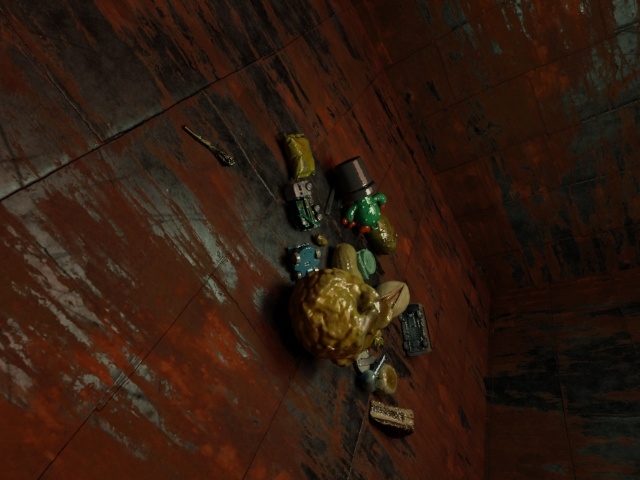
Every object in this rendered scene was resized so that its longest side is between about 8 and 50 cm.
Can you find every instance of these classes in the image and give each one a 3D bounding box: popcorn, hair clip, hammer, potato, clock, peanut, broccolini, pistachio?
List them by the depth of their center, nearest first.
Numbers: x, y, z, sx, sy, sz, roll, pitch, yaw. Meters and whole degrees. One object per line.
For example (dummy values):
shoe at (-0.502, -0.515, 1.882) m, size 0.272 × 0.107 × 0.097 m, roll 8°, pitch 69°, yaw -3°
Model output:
broccolini at (-0.392, -0.341, 1.471) m, size 0.218 × 0.042 × 0.044 m, roll 42°, pitch 43°, yaw -36°
popcorn at (0.056, 0.288, 1.598) m, size 0.390 × 0.354 × 0.344 m, roll 26°, pitch 86°, yaw -8°
potato at (0.000, 0.000, 1.884) m, size 0.045 × 0.046 × 0.092 m, roll 50°, pitch 8°, yaw 35°
hammer at (0.256, 0.601, 1.905) m, size 0.194 × 0.070 × 0.116 m, roll -47°, pitch 140°, yaw -34°
peanut at (0.123, 0.162, 1.911) m, size 0.148 × 0.148 × 0.318 m, roll 28°, pitch 50°, yaw -47°
hair clip at (0.207, 0.565, 1.927) m, size 0.172 × 0.049 × 0.115 m, roll 12°, pitch 62°, yaw -50°
popcorn at (0.252, 0.475, 1.990) m, size 0.097 × 0.109 × 0.089 m, roll -19°, pitch 66°, yaw -18°
pistachio at (0.367, 0.305, 2.152) m, size 0.299 × 0.188 × 0.187 m, roll -27°, pitch 98°, yaw -60°
clock at (0.234, 0.116, 2.159) m, size 0.189 × 0.060 × 0.148 m, roll -34°, pitch 104°, yaw -57°
potato at (0.336, -0.055, 2.312) m, size 0.298 × 0.141 × 0.176 m, roll 62°, pitch 25°, yaw -17°

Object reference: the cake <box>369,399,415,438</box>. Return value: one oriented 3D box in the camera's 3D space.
cake at (0.312, 0.854, 1.955) m, size 0.246 × 0.135 × 0.112 m, roll 20°, pitch 42°, yaw -17°

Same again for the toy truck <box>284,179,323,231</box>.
toy truck at (-0.082, -0.146, 1.779) m, size 0.116 × 0.110 × 0.215 m, roll -16°, pitch 89°, yaw -46°

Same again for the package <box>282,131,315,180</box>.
package at (-0.097, -0.388, 1.876) m, size 0.168 × 0.090 × 0.226 m, roll -26°, pitch 99°, yaw -55°

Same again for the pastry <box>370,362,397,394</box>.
pastry at (0.306, 0.666, 1.989) m, size 0.166 × 0.088 × 0.165 m, roll 32°, pitch 49°, yaw -47°

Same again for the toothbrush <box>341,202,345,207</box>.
toothbrush at (0.128, -0.196, 2.194) m, size 0.008 × 0.006 × 0.097 m, roll 52°, pitch 37°, yaw -9°

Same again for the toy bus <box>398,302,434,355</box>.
toy bus at (0.553, 0.515, 2.377) m, size 0.157 × 0.140 × 0.289 m, roll 22°, pitch 54°, yaw -56°

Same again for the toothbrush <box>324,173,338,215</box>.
toothbrush at (0.061, -0.238, 2.097) m, size 0.030 × 0.030 × 0.297 m, roll 27°, pitch 51°, yaw -15°

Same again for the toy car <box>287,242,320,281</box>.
toy car at (-0.072, 0.094, 1.715) m, size 0.126 × 0.098 × 0.161 m, roll -15°, pitch 118°, yaw -31°

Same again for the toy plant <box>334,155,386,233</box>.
toy plant at (0.219, -0.230, 2.136) m, size 0.279 × 0.186 × 0.400 m, roll -39°, pitch 111°, yaw -45°
